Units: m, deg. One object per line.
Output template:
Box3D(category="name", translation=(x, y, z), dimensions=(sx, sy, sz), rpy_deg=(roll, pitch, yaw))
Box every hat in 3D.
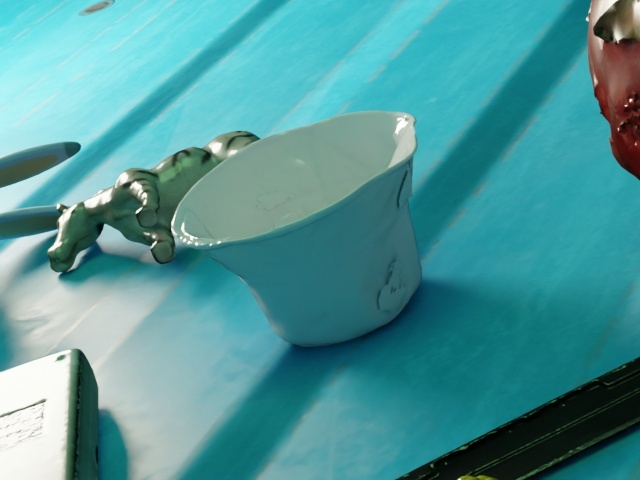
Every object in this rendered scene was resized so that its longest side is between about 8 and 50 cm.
Box3D(category="hat", translation=(0.000, 0.000, 1.280), dimensions=(0.203, 0.126, 0.203), rpy_deg=(-17, 23, 7))

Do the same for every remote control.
Box3D(category="remote control", translation=(-0.220, 0.180, 1.150), dimensions=(0.145, 0.050, 0.344), rpy_deg=(-19, 23, 2))

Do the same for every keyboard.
Box3D(category="keyboard", translation=(0.131, 0.123, 1.046), dimensions=(0.198, 0.010, 0.063), rpy_deg=(-25, 25, -11))

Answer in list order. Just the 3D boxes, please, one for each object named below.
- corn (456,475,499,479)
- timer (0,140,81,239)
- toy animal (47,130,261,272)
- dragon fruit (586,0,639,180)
Box3D(category="corn", translation=(0.098, 0.185, 0.860), dimensions=(0.072, 0.072, 0.203), rpy_deg=(-21, 24, -3))
Box3D(category="timer", translation=(-0.353, -0.006, 1.590), dimensions=(0.255, 0.175, 0.175), rpy_deg=(5, 24, -1))
Box3D(category="toy animal", translation=(-0.135, -0.031, 1.520), dimensions=(0.255, 0.090, 0.170), rpy_deg=(-13, 20, 9))
Box3D(category="dragon fruit", translation=(0.324, -0.144, 1.134), dimensions=(0.295, 0.295, 0.302), rpy_deg=(-40, 2, -39))
